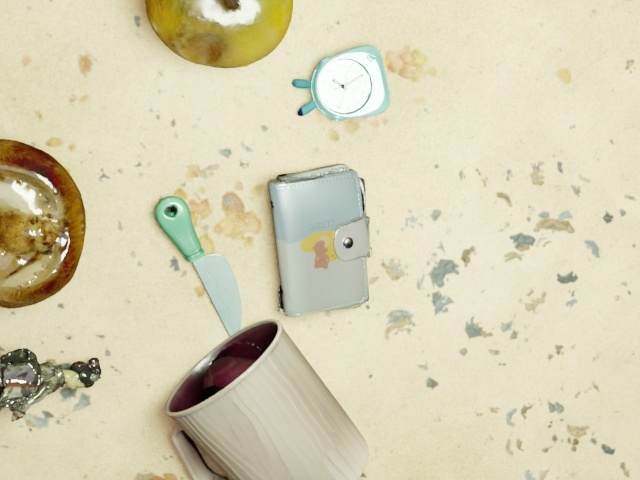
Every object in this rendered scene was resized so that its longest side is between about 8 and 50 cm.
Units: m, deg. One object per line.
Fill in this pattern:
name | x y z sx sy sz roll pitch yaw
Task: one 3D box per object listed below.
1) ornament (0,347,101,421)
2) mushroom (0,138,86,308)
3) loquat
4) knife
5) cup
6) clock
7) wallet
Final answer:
ornament | -0.445 0.232 1.287 0.196 0.166 0.153 1 102 -21
mushroom | -0.470 -0.023 1.218 0.253 0.153 0.253 -1 101 -8
loquat | -0.144 -0.343 1.166 0.213 0.213 0.213 -1 101 -5
knife | -0.183 0.041 1.324 0.063 0.034 0.260 -31 108 -6
cup | -0.104 0.304 1.285 0.288 0.208 0.273 -37 104 1
clock | 0.030 -0.239 1.281 0.147 0.045 0.108 -13 101 -2
wallet | 0.000 0.000 1.310 0.170 0.069 0.231 -11 105 -21
